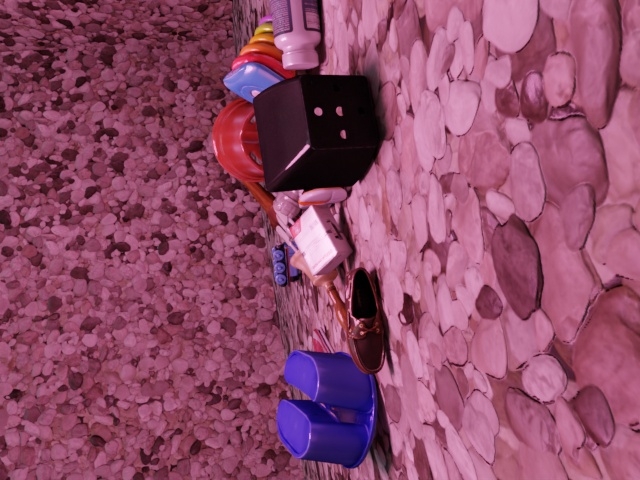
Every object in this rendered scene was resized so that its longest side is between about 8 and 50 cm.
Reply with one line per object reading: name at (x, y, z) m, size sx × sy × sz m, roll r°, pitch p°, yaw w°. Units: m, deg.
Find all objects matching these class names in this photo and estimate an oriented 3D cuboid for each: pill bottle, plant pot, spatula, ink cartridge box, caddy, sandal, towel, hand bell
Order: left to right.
plant pot at (-0.164, -0.300, 1.449) m, size 0.265 × 0.273 × 0.272 m, roll -154°, pitch 56°, yaw -66°
spatula at (-0.082, -0.006, 1.576) m, size 0.242 × 0.019 × 0.168 m, roll 49°, pitch 151°, yaw 29°
pill bottle at (-0.054, -0.481, 1.091) m, size 0.108 × 0.108 × 0.179 m, roll -147°, pitch 50°, yaw -75°
sandal at (-0.010, -0.120, 1.148) m, size 0.265 × 0.102 × 0.076 m, roll 172°, pitch 95°, yaw -80°
ink cartridge box at (0.000, 0.000, 1.125) m, size 0.099 × 0.056 × 0.135 m, roll -44°, pitch 63°, yaw 35°
plant pot at (0.001, -0.199, 0.872) m, size 0.167 × 0.188 × 0.187 m, roll 163°, pitch 99°, yaw -67°
towel at (0.025, 0.473, 1.565) m, size 0.237 × 0.037 × 0.328 m, roll -133°, pitch 36°, yaw -69°
caddy at (0.023, 0.387, 1.153) m, size 0.341 × 0.179 × 0.241 m, roll 167°, pitch 113°, yaw -71°
hand bell at (0.032, 0.128, 1.190) m, size 0.241 × 0.126 × 0.126 m, roll 62°, pitch 161°, yaw 24°

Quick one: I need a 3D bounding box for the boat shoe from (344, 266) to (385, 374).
boat shoe at (0.084, 0.154, 0.945) m, size 0.073 × 0.073 × 0.206 m, roll 114°, pitch 146°, yaw -73°

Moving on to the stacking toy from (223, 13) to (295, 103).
stacking toy at (-0.107, -0.489, 1.209) m, size 0.175 × 0.166 × 0.301 m, roll 2°, pitch 71°, yaw 54°

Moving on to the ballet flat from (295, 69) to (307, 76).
ballet flat at (-0.059, -0.391, 1.292) m, size 0.067 × 0.073 × 0.206 m, roll 14°, pitch 116°, yaw 63°

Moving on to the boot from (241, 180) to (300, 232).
boot at (-0.211, -0.141, 1.739) m, size 0.280 × 0.096 × 0.264 m, roll 42°, pitch 178°, yaw -15°

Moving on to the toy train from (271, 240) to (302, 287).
toy train at (-0.127, 0.091, 1.866) m, size 0.080 × 0.105 × 0.183 m, roll -119°, pitch 24°, yaw -70°

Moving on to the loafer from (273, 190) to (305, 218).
loafer at (-0.095, -0.168, 1.580) m, size 0.111 × 0.112 × 0.319 m, roll -55°, pitch 20°, yaw 14°
